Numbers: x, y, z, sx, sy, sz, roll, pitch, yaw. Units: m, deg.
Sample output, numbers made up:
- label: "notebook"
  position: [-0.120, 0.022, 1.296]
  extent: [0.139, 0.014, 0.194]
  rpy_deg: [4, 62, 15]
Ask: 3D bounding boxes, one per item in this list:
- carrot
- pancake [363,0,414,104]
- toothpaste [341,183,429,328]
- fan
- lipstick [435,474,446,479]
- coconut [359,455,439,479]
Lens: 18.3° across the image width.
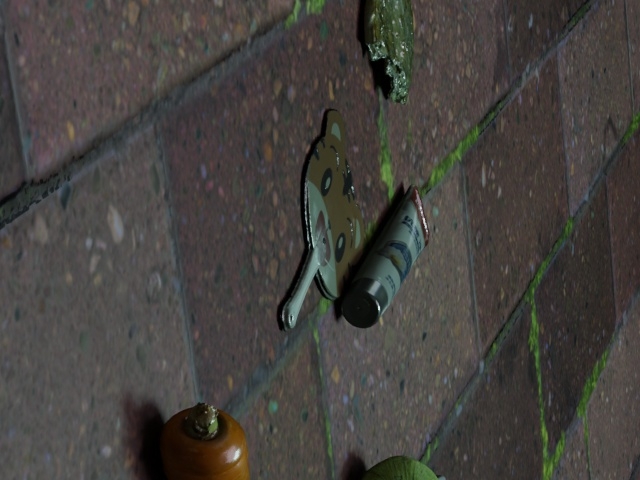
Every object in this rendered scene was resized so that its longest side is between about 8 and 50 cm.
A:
- label: "carrot"
  position: [-0.070, 0.195, 1.418]
  extent: [0.257, 0.061, 0.061]
  rpy_deg: [79, 20, -51]
- label: "pancake"
  position: [0.067, -0.191, 1.849]
  extent: [0.129, 0.022, 0.116]
  rpy_deg: [68, 26, -46]
- label: "toothpaste"
  position: [0.065, 0.016, 1.818]
  extent: [0.239, 0.039, 0.062]
  rpy_deg: [-55, 133, -63]
- label: "fan"
  position: [0.000, 0.000, 1.673]
  extent: [0.227, 0.008, 0.152]
  rpy_deg: [-66, 150, -52]
- label: "lipstick"
  position: [0.089, 0.246, 1.899]
  extent: [0.107, 0.025, 0.025]
  rpy_deg: [-12, 101, -64]
- label: "coconut"
  position: [0.069, 0.234, 1.754]
  extent: [0.096, 0.087, 0.088]
  rpy_deg: [146, -53, -78]
